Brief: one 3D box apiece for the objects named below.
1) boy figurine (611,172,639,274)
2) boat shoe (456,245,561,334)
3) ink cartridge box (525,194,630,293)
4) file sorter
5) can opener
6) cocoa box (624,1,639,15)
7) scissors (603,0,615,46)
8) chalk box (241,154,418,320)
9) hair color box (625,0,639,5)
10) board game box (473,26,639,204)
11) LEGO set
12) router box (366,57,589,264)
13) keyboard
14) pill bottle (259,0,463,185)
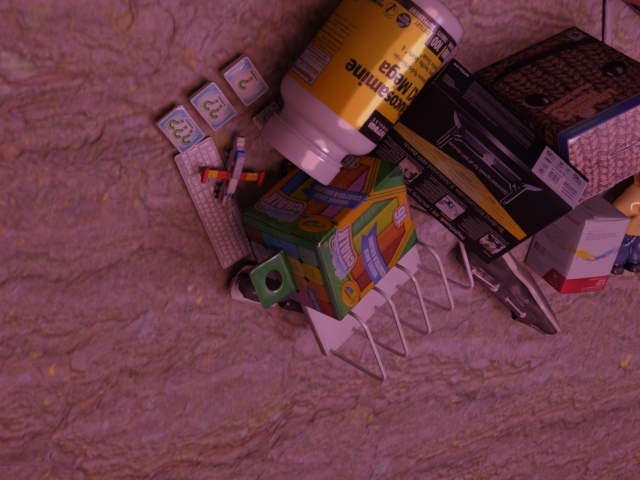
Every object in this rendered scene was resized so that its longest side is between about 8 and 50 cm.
[{"bbox_3d":[0.672,-0.063,2.175,0.177,0.092,0.285,-7,122,-25],"label":"boy figurine"},{"bbox_3d":[0.393,0.099,2.125,0.096,0.112,0.335,-31,127,15],"label":"boat shoe"},{"bbox_3d":[0.532,0.001,2.113,0.127,0.128,0.176,-3,122,-28],"label":"ink cartridge box"},{"bbox_3d":[0.126,0.088,1.865,0.278,0.173,0.192,-43,134,-24],"label":"file sorter"},{"bbox_3d":[-0.039,0.109,1.885,0.283,0.095,0.076,15,113,-35],"label":"can opener"},{"bbox_3d":[0.729,-0.455,1.844,0.347,0.228,0.231,23,106,-41],"label":"cocoa box"},{"bbox_3d":[0.544,-0.471,1.878,0.109,0.021,0.297,-33,129,-8],"label":"scissors"},{"bbox_3d":[0.000,0.000,1.715,0.289,0.179,0.180,-45,137,-29],"label":"chalk box"},{"bbox_3d":[0.520,-0.458,1.727,0.053,0.167,0.093,13,104,-62],"label":"hair color box"},{"bbox_3d":[0.451,-0.228,1.810,0.232,0.291,0.141,-26,130,-13],"label":"board game box"},{"bbox_3d":[-0.129,-0.158,1.679,0.182,0.060,0.244,-38,133,-3],"label":"LEGO set"},{"bbox_3d":[0.255,-0.125,1.722,0.309,0.243,0.081,41,54,-6],"label":"router box"},{"bbox_3d":[-0.177,-0.061,1.750,0.072,0.014,0.256,-28,130,-10],"label":"keyboard"},{"bbox_3d":[0.058,-0.260,1.629,0.188,0.188,0.334,32,99,-40],"label":"pill bottle"}]
